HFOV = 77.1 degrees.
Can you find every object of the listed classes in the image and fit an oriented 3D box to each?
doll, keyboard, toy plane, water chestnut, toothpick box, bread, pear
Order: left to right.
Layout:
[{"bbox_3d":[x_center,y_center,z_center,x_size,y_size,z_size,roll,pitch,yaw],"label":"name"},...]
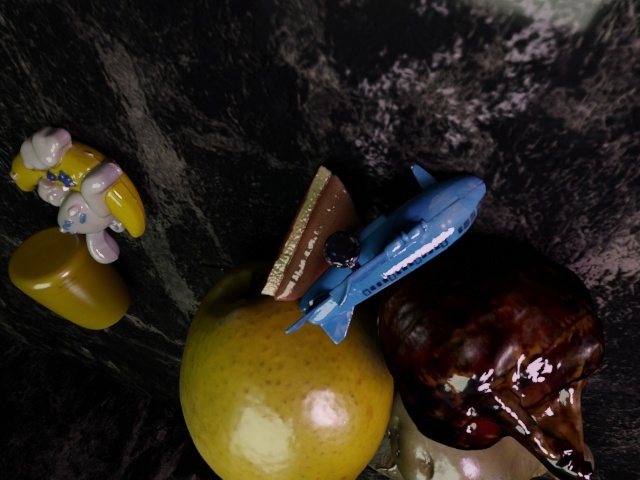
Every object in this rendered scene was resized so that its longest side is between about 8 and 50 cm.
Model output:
[{"bbox_3d":[-0.585,0.105,0.977,0.175,0.174,0.271,13,146,15],"label":"toothpick box"},{"bbox_3d":[-0.419,-0.074,0.707,0.252,0.111,0.237,-28,122,37],"label":"doll"},{"bbox_3d":[-0.210,0.122,0.920,0.064,0.010,0.198,5,140,22],"label":"keyboard"},{"bbox_3d":[-0.053,0.234,0.689,0.363,0.362,0.418,-6,118,35],"label":"pear"},{"bbox_3d":[-0.001,0.000,0.562,0.119,0.192,0.067,12,-157,-48],"label":"bread"},{"bbox_3d":[0.074,0.012,0.475,0.105,0.271,0.254,44,-174,9],"label":"toy plane"},{"bbox_3d":[0.209,0.148,0.517,0.289,0.244,0.289,13,149,8],"label":"water chestnut"}]

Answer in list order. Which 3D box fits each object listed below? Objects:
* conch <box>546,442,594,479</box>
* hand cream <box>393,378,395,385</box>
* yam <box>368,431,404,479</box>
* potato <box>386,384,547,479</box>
[{"bbox_3d":[0.529,0.478,0.883,0.116,0.106,0.173,41,159,8],"label":"conch"},{"bbox_3d":[0.198,0.328,0.907,0.234,0.080,0.050,10,139,12],"label":"hand cream"},{"bbox_3d":[0.283,0.629,1.158,0.305,0.168,0.168,30,144,-9],"label":"yam"},{"bbox_3d":[0.253,0.328,0.715,0.327,0.220,0.243,6,-171,-39],"label":"potato"}]
